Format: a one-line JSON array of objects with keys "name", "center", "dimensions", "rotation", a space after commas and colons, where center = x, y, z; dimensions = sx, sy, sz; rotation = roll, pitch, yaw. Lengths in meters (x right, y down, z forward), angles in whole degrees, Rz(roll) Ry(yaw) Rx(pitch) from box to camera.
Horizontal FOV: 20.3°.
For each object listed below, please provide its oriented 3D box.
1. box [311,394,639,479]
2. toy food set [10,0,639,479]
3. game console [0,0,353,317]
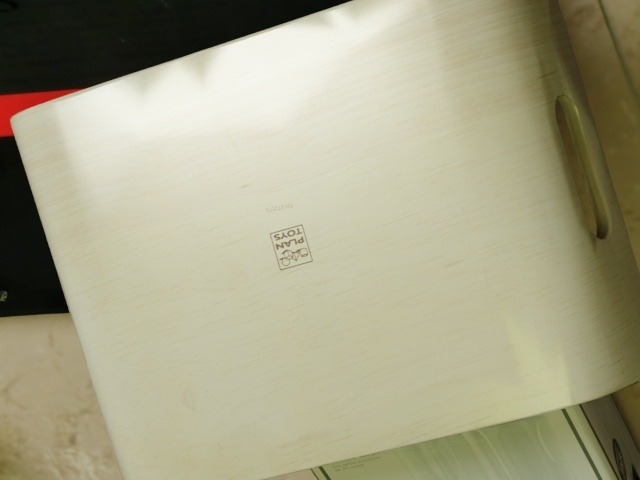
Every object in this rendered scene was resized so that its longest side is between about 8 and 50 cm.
[{"name": "box", "center": [0.089, 0.115, 1.075], "dimensions": [0.169, 0.087, 0.290], "rotation": [-16, 131, 20]}, {"name": "toy food set", "center": [0.000, 0.000, 0.935], "dimensions": [0.306, 0.092, 0.220], "rotation": [-16, 91, 20]}, {"name": "game console", "center": [-0.086, -0.101, 0.992], "dimensions": [0.386, 0.060, 0.342], "rotation": [-4, 131, 10]}]
